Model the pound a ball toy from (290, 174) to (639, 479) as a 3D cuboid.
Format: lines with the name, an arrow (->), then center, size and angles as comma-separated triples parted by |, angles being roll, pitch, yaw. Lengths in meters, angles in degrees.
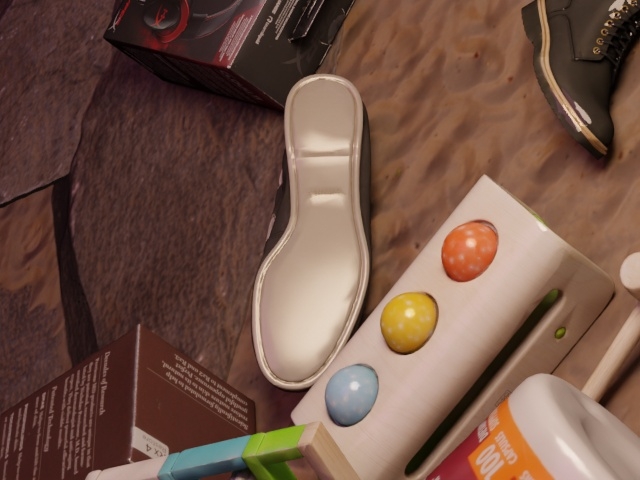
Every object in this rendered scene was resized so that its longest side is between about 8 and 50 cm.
pound a ball toy -> 0.136, 0.088, 1.394 | 0.319, 0.135, 0.208 | -51, 40, 8

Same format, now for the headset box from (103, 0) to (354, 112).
headset box -> -0.083, -0.275, 1.869 | 0.293, 0.110, 0.218 | 20, 80, 50

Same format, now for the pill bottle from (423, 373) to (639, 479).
pill bottle -> 0.100, 0.305, 1.217 | 0.392, 0.224, 0.224 | -47, 41, 12

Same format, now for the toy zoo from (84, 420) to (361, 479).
toy zoo -> -0.078, 0.259, 1.437 | 0.293, 0.192, 0.030 | -17, 28, 31

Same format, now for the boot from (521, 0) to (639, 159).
boot -> 0.262, -0.178, 1.493 | 0.137, 0.077, 0.198 | -31, 47, 21

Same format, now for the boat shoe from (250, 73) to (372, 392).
boat shoe -> 0.000, 0.000, 1.639 | 0.112, 0.095, 0.335 | 3, 66, 7

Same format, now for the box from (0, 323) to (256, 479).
box -> -0.188, 0.224, 1.594 | 0.203, 0.168, 0.167 | -33, 37, 26
